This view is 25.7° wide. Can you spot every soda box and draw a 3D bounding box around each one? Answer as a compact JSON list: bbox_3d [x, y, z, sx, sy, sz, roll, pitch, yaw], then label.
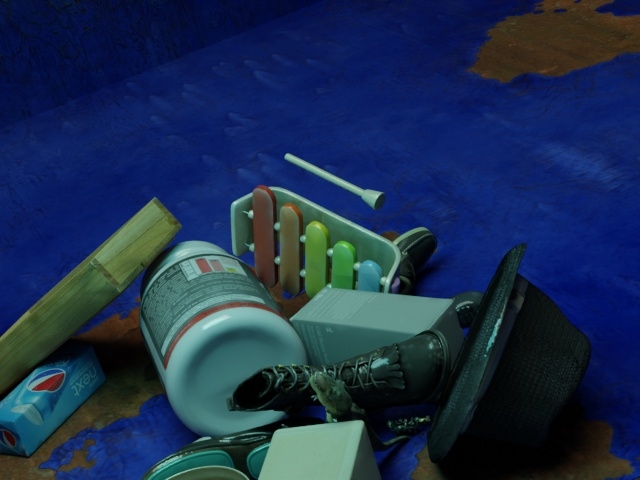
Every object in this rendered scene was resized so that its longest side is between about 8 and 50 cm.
[{"bbox_3d":[-0.436,0.252,2.232,0.067,0.071,0.210,0,30,32],"label":"soda box"}]

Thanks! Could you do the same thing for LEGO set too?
[{"bbox_3d":[0.120,0.257,1.934,0.054,0.023,0.083,-6,-8,-9],"label":"LEGO set"}]

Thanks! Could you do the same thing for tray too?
[{"bbox_3d":[-0.407,0.102,2.288,0.411,0.076,0.203,-36,10,39],"label":"tray"}]

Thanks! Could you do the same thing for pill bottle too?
[{"bbox_3d":[-0.162,0.138,2.133,0.210,0.210,0.363,-21,25,-9],"label":"pill bottle"}]

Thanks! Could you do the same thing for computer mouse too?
[{"bbox_3d":[0.154,0.121,2.181,0.242,0.041,0.071,-16,27,3],"label":"computer mouse"}]

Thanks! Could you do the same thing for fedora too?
[{"bbox_3d":[0.261,0.170,1.850,0.152,0.334,0.334,24,35,4],"label":"fedora"}]

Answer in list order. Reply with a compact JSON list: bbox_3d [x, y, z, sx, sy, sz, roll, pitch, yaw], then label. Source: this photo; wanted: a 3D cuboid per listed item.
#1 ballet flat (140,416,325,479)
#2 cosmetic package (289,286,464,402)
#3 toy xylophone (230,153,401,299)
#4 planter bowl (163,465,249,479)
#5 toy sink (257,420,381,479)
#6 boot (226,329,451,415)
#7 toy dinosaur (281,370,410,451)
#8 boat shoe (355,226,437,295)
[{"bbox_3d":[-0.117,0.306,1.931,0.280,0.095,0.096,-12,14,-15],"label":"ballet flat"},{"bbox_3d":[0.089,0.151,2.064,0.238,0.127,0.107,4,32,40],"label":"cosmetic package"},{"bbox_3d":[0.000,0.000,2.167,0.323,0.236,0.081,20,45,31],"label":"toy xylophone"},{"bbox_3d":[-0.148,0.378,1.771,0.162,0.109,0.162,-14,26,7],"label":"planter bowl"},{"bbox_3d":[-0.008,0.352,1.694,0.131,0.153,0.234,-9,28,16],"label":"toy sink"},{"bbox_3d":[0.024,0.191,1.897,0.229,0.091,0.263,4,-26,-39],"label":"boot"},{"bbox_3d":[0.021,0.246,1.837,0.118,0.268,0.064,-15,62,17],"label":"toy dinosaur"},{"bbox_3d":[0.120,0.065,2.277,0.223,0.080,0.073,-38,42,-25],"label":"boat shoe"}]
